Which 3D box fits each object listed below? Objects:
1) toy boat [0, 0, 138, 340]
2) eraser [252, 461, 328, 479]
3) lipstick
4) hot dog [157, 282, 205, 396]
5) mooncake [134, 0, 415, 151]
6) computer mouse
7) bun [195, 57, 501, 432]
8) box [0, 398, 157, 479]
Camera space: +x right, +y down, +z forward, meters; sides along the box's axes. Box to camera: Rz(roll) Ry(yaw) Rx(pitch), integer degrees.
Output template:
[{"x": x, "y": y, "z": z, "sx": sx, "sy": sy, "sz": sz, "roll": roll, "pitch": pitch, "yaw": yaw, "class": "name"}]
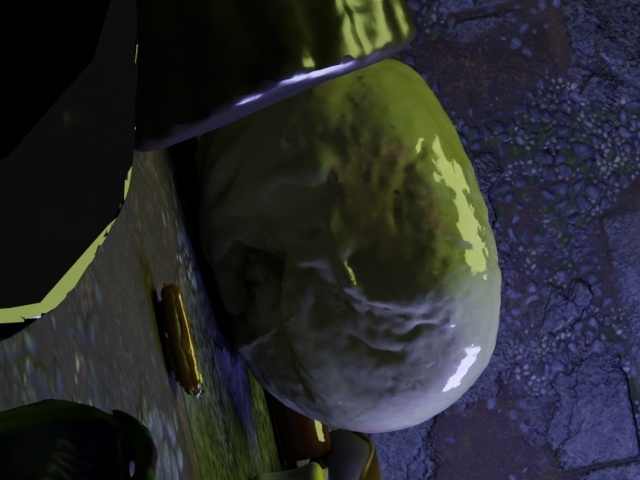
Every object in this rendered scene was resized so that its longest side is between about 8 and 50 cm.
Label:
[{"x": -0.140, "y": -0.098, "z": 0.528, "sx": 0.134, "sy": 0.092, "sz": 0.299, "roll": 24, "pitch": 54, "yaw": -42, "class": "toy boat"}, {"x": -0.004, "y": 0.324, "z": 1.417, "sx": 0.158, "sy": 0.069, "sz": 0.226, "roll": 69, "pitch": 10, "yaw": -56, "class": "eraser"}, {"x": -0.051, "y": 0.052, "z": 1.674, "sx": 0.057, "sy": 0.057, "sz": 0.357, "roll": -72, "pitch": 150, "yaw": -83, "class": "lipstick"}, {"x": -0.100, "y": 0.071, "z": 1.134, "sx": 0.037, "sy": 0.021, "sz": 0.083, "roll": 142, "pitch": -64, "yaw": -82, "class": "hot dog"}, {"x": -0.048, "y": -0.155, "z": 1.146, "sx": 0.228, "sy": 0.228, "sz": 0.124, "roll": -71, "pitch": 141, "yaw": -83, "class": "mooncake"}, {"x": 0.031, "y": 0.288, "z": 1.685, "sx": 0.310, "sy": 0.071, "sz": 0.158, "roll": -160, "pitch": -112, "yaw": -84, "class": "computer mouse"}, {"x": 0.000, "y": 0.000, "z": 1.442, "sx": 0.361, "sy": 0.213, "sz": 0.361, "roll": 43, "pitch": -39, "yaw": 49, "class": "bun"}, {"x": -0.062, "y": 0.225, "z": 0.587, "sx": 0.134, "sy": 0.097, "sz": 0.346, "roll": -100, "pitch": 176, "yaw": -56, "class": "box"}]
